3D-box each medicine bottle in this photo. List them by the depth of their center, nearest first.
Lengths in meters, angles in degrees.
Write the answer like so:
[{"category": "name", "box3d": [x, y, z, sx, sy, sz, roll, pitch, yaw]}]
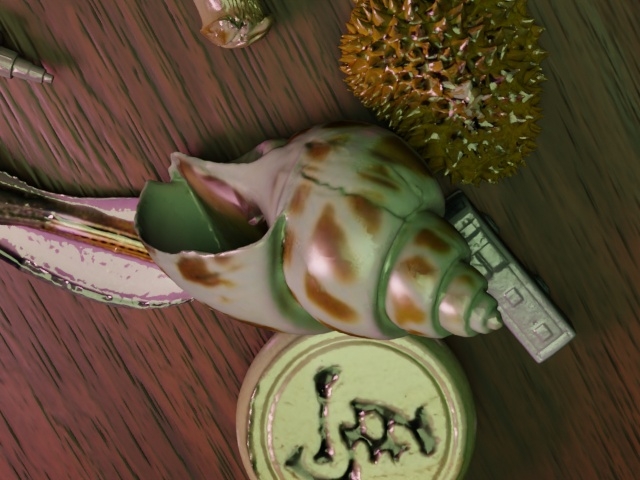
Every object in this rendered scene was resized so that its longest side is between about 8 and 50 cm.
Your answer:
[{"category": "medicine bottle", "box3d": [-0.364, -0.196, 1.234, 0.199, 0.057, 0.057, 19, 103, -4]}]

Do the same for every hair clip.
[{"category": "hair clip", "box3d": [-0.261, -0.008, 1.277, 0.359, 0.095, 0.110, 17, 68, -10]}]

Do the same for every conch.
[{"category": "conch", "box3d": [-0.001, 0.000, 1.159, 0.249, 0.368, 0.197, -36, 117, -30]}]

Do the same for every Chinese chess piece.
[{"category": "Chinese chess piece", "box3d": [0.037, 0.189, 1.271, 0.250, 0.101, 0.250, 0, 94, 0]}]

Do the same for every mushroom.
[{"category": "mushroom", "box3d": [-0.132, -0.281, 1.195, 0.223, 0.081, 0.092, 44, 83, -10]}]

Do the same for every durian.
[{"category": "durian", "box3d": [0.127, -0.170, 1.189, 0.183, 0.138, 0.249, -43, 92, 19]}]

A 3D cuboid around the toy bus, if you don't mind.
[{"category": "toy bus", "box3d": [0.184, 0.039, 1.260, 0.064, 0.075, 0.190, -39, 100, 11]}]
